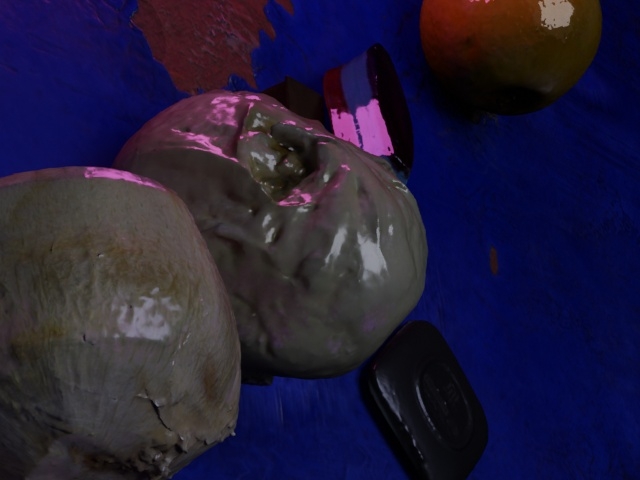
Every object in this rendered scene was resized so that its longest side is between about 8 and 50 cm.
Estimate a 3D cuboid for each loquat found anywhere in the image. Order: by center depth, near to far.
[{"bbox_3d":[0.287,-0.325,2.309,0.275,0.275,0.275,32,47,-42],"label":"loquat"}]

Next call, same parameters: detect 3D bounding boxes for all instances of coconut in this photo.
[{"bbox_3d":[-0.212,0.099,1.331,0.297,0.297,0.255,28,46,-44],"label":"coconut"}]

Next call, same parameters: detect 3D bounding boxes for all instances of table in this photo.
[{"bbox_3d":[-0.047,-0.138,1.889,0.070,0.082,0.083,25,51,-46],"label":"table"}]

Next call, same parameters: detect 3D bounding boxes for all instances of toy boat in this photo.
[{"bbox_3d":[0.062,-0.158,1.940,0.136,0.079,0.392,44,19,-22],"label":"toy boat"}]

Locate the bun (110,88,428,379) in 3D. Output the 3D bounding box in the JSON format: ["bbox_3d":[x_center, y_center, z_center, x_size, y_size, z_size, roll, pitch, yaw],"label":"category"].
[{"bbox_3d":[-0.042,-0.024,1.603,0.361,0.213,0.361,15,37,-11],"label":"bun"}]

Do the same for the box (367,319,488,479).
[{"bbox_3d":[0.143,0.216,1.988,0.212,0.042,0.201,61,31,-11],"label":"box"}]

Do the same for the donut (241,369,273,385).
[{"bbox_3d":[-0.066,0.096,1.694,0.166,0.108,0.065,-46,131,-51],"label":"donut"}]
